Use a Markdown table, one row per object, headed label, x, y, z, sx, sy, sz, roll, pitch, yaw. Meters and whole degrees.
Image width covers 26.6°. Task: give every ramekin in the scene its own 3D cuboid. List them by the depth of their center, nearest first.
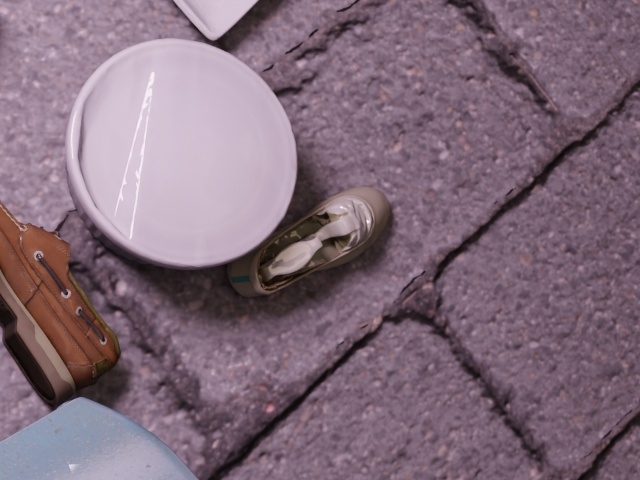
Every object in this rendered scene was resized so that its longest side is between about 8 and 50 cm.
| label | x | y | z | sx | sy | sz | roll | pitch | yaw |
| --- | --- | --- | --- | --- | --- | --- | --- | --- | --- |
| ramekin | -0.174 | -0.090 | 1.586 | 0.272 | 0.127 | 0.273 | 5 | 78 | -22 |

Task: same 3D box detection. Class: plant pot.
| label | x | y | z | sx | sy | sz | roll | pitch | yaw |
| --- | --- | --- | --- | --- | --- | --- | --- | --- | --- |
| plant pot | -0.250 | 0.317 | 1.419 | 0.247 | 0.247 | 0.252 | -29 | 74 | -25 |

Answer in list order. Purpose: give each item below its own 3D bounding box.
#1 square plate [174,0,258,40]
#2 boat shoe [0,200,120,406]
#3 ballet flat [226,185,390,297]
| label | x | y | z | sx | sy | sz | roll | pitch | yaw |
| --- | --- | --- | --- | --- | --- | --- | --- | --- | --- |
| square plate | -0.145 | -0.477 | 1.721 | 0.344 | 0.049 | 0.347 | 46 | 66 | -7 |
| boat shoe | -0.335 | 0.030 | 1.514 | 0.104 | 0.110 | 0.307 | -33 | 103 | -29 |
| ballet flat | 0.000 | 0.000 | 1.666 | 0.248 | 0.086 | 0.086 | -30 | 92 | -25 |
